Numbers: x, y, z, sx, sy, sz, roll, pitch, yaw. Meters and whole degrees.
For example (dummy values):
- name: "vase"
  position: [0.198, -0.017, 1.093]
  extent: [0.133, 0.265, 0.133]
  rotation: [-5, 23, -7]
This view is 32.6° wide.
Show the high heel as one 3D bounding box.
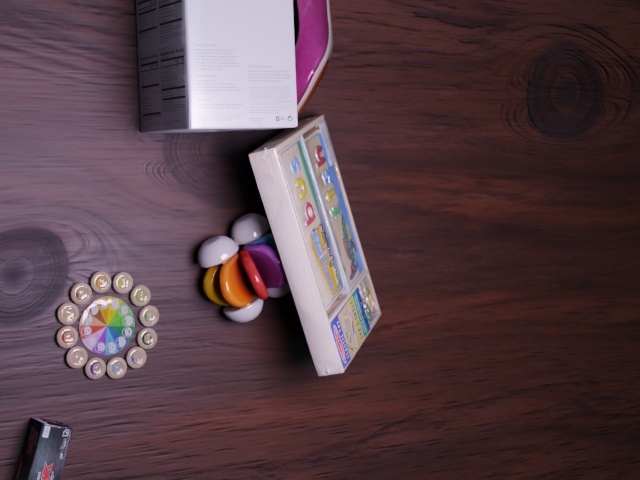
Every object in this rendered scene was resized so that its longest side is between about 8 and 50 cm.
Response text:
- name: "high heel"
  position: [-0.052, -0.398, 1.966]
  extent: [0.181, 0.127, 0.377]
  rotation: [23, 85, 0]

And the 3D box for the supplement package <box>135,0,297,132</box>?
- name: "supplement package"
  position: [-0.174, -0.312, 1.806]
  extent: [0.199, 0.198, 0.263]
  rotation: [-5, 95, -32]

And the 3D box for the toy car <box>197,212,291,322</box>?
- name: "toy car"
  position: [-0.112, 0.048, 1.901]
  extent: [0.182, 0.136, 0.159]
  rotation: [-36, 110, -27]

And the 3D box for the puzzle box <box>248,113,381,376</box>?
- name: "puzzle box"
  position: [0.000, 0.000, 1.933]
  extent: [0.272, 0.052, 0.409]
  rotation: [-47, 123, -64]

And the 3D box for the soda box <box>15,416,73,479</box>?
- name: "soda box"
  position: [-0.449, 0.372, 1.743]
  extent: [0.053, 0.060, 0.169]
  rotation: [18, 82, -34]

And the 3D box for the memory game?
- name: "memory game"
  position: [-0.353, 0.141, 1.822]
  extent: [0.186, 0.012, 0.186]
  rotation: [-2, 94, -33]
